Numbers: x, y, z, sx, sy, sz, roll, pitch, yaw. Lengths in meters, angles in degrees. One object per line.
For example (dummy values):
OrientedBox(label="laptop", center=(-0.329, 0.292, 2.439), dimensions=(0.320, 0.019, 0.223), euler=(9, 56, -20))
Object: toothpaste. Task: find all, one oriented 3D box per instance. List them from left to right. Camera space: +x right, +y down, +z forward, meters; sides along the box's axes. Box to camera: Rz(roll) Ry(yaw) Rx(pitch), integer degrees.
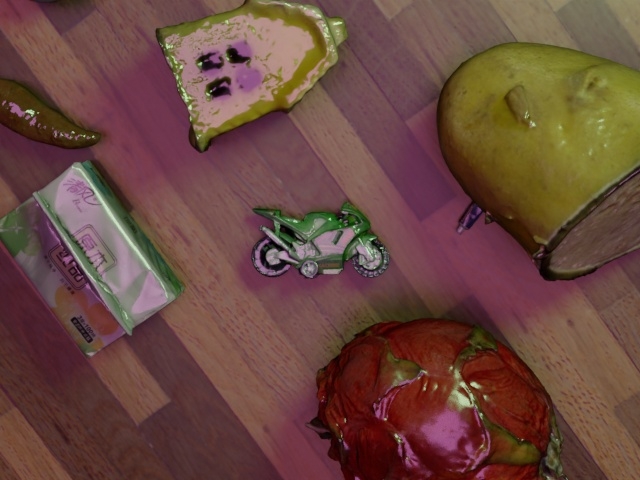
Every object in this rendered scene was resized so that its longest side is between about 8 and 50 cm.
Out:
OrientedBox(label="toothpaste", center=(0.214, -0.044, 1.644), dimensions=(0.027, 0.019, 0.083), euler=(38, 97, 22))

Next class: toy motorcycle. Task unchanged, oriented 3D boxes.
OrientedBox(label="toy motorcycle", center=(0.000, 0.000, 1.635), dimensions=(0.190, 0.074, 0.106), euler=(0, 88, 3))

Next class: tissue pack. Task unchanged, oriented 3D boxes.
OrientedBox(label="tissue pack", center=(-0.319, 0.029, 1.612), dimensions=(0.159, 0.145, 0.229), euler=(-35, 94, 7))

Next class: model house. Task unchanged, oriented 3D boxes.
OrientedBox(label="model house", center=(-0.076, -0.225, 1.550), dimensions=(0.234, 0.193, 0.174), euler=(-14, 96, 1))

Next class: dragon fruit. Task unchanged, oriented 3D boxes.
OrientedBox(label="dragon fruit", center=(0.150, 0.238, 1.555), dimensions=(0.342, 0.277, 0.277), euler=(3, 97, 19))

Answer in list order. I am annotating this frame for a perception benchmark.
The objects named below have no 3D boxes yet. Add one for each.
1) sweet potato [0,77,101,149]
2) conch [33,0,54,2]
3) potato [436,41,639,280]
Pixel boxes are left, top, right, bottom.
OrientedBox(label="sweet potato", center=(-0.428, -0.187, 1.634), dimensions=(0.274, 0.067, 0.067), euler=(25, 97, 5))
OrientedBox(label="conch", center=(-0.377, -0.420, 1.572), dimensions=(0.185, 0.121, 0.221), euler=(-17, 89, 8))
OrientedBox(label="potato", center=(0.348, -0.154, 1.527), dimensions=(0.397, 0.290, 0.296), euler=(-29, 66, -13))
